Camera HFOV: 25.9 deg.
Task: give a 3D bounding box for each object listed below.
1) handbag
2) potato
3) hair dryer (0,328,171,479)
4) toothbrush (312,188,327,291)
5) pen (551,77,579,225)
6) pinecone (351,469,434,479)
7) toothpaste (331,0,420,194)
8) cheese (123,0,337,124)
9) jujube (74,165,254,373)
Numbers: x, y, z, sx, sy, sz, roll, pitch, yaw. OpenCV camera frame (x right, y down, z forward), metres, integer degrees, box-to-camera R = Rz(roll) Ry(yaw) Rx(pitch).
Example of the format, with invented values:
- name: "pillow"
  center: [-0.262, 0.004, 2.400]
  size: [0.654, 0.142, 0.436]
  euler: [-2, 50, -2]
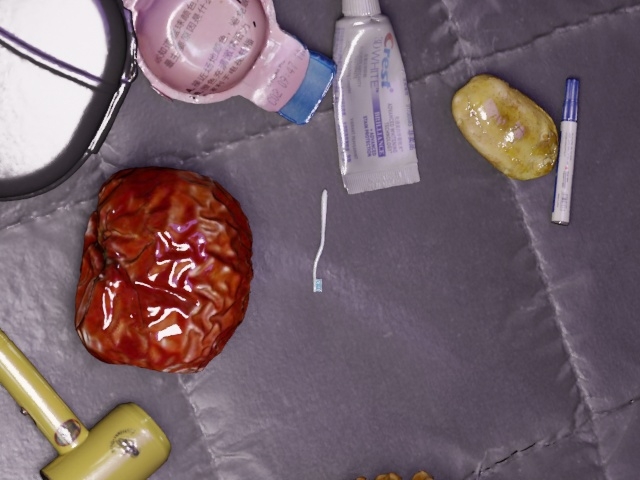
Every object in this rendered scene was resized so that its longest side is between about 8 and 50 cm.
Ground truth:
- name: "handbag"
  center: [-0.344, -0.189, 1.554]
  size: [0.254, 0.093, 0.308]
  euler: [27, 97, -12]
- name: "potato"
  center: [0.247, -0.149, 1.839]
  size: [0.170, 0.080, 0.107]
  euler: [42, 60, -12]
- name: "hair dryer"
  center: [-0.305, 0.185, 1.603]
  size: [0.135, 0.090, 0.278]
  euler: [-41, 95, -18]
- name: "toothbrush"
  center: [0.000, 0.000, 1.767]
  size: [0.013, 0.011, 0.131]
  euler: [5, 85, -8]
- name: "pen"
  center: [0.335, -0.121, 1.901]
  size: [0.025, 0.025, 0.204]
  euler: [8, 83, -21]
- name: "pinecone"
  center: [0.097, 0.388, 1.663]
  size: [0.264, 0.264, 0.264]
  euler: [2, 86, -21]
- name: "toothpaste"
  center: [0.061, -0.205, 1.784]
  size: [0.099, 0.068, 0.282]
  euler: [-7, 96, 6]
- name: "cheese"
  center: [-0.110, -0.238, 1.696]
  size: [0.286, 0.074, 0.189]
  euler: [26, 98, -26]
- name: "jujube"
  center: [-0.175, 0.034, 1.589]
  size: [0.213, 0.213, 0.232]
  euler: [9, 83, -21]
